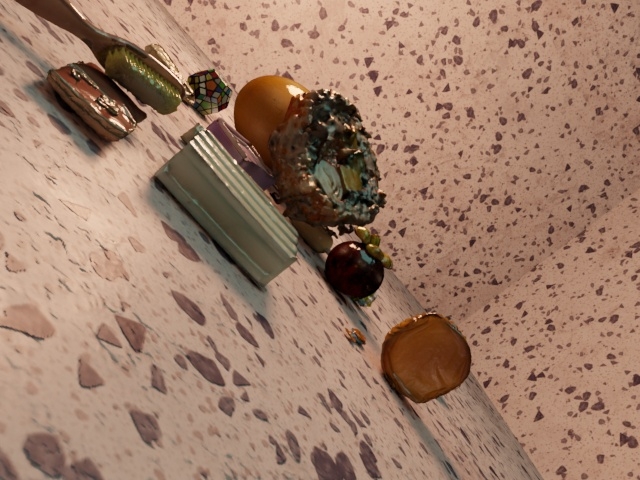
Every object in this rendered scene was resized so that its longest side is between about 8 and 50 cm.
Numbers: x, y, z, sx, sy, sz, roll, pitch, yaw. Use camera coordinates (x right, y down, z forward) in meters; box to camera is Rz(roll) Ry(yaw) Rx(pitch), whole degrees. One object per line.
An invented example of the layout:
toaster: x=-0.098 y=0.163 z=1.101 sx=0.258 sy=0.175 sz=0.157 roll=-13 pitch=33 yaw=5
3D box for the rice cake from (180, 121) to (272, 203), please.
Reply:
rice cake: x=-0.198 y=-0.149 z=1.255 sx=0.256 sy=0.052 sz=0.057 roll=47 pitch=37 yaw=-27

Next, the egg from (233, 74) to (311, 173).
egg: x=-0.118 y=-0.353 z=1.820 sx=0.351 sy=0.282 sz=0.282 roll=47 pitch=7 yaw=0

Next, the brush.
brush: x=-0.320 y=-0.281 z=0.861 sx=0.313 sy=0.072 sz=0.067 roll=36 pitch=24 yaw=-49

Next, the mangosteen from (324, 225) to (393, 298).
mangosteen: x=0.101 y=0.061 z=1.511 sx=0.166 sy=0.180 sz=0.166 roll=38 pitch=7 yaw=-5

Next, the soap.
soap: x=-0.144 y=-0.048 z=0.951 sx=0.261 sy=0.094 sz=0.150 roll=50 pitch=12 yaw=-16

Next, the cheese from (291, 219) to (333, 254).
cheese: x=0.000 y=0.000 z=1.670 sx=0.227 sy=0.064 sz=0.137 roll=54 pitch=10 yaw=16

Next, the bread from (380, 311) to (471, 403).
bread: x=0.234 y=0.257 z=1.298 sx=0.199 sy=0.199 sz=0.104 roll=52 pitch=5 yaw=11

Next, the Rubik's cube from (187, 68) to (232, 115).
Rubik's cube: x=-0.312 y=-0.414 z=1.618 sx=0.133 sy=0.112 sz=0.133 roll=52 pitch=6 yaw=-8

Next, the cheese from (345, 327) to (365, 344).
cheese: x=0.077 y=0.210 z=1.279 sx=0.047 sy=0.017 sz=0.111 roll=51 pitch=7 yaw=20

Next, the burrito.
burrito: x=-0.388 y=-0.432 z=1.519 sx=0.188 sy=0.045 sz=0.058 roll=52 pitch=32 yaw=-9

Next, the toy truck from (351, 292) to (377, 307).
toy truck: x=0.109 y=0.141 z=1.627 sx=0.111 sy=0.076 sz=0.077 roll=53 pitch=25 yaw=-1

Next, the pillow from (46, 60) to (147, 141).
pillow: x=-0.316 y=-0.204 z=0.834 sx=0.126 sy=0.043 sz=0.232 roll=47 pitch=7 yaw=-21

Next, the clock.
clock: x=-0.197 y=-0.199 z=1.402 sx=0.144 sy=0.073 sz=0.193 roll=53 pitch=7 yaw=18

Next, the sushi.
sushi: x=0.032 y=-0.204 z=1.596 sx=0.417 sy=0.176 sz=0.417 roll=18 pitch=66 yaw=-46
